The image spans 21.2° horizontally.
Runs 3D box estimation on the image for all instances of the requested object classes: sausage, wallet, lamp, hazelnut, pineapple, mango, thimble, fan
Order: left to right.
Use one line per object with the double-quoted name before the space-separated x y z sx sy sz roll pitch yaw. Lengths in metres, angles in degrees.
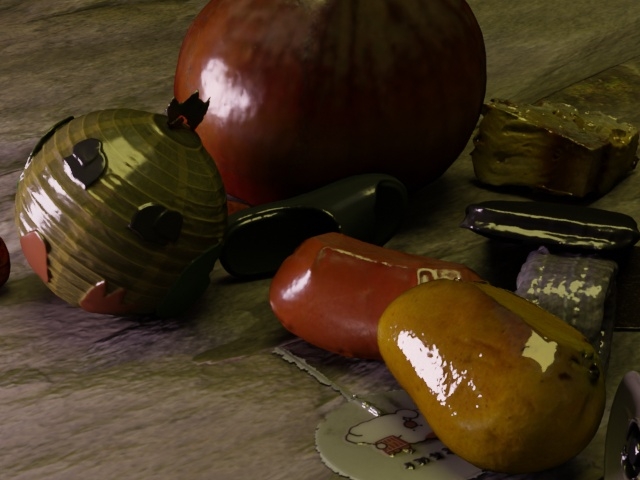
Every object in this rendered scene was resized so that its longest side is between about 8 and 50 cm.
"lamp" -0.208 -0.049 1.939 0.250 0.284 0.250 33 16 -11
"hazelnut" 0.020 -0.201 2.179 0.410 0.359 0.359 -15 28 -16
"fan" 0.047 0.172 1.774 0.191 0.009 0.329 -17 30 -30
"sausage" 0.067 0.068 1.857 0.258 0.133 0.133 11 28 20
"mango" 0.162 0.126 1.683 0.262 0.167 0.130 40 6 40
"wallet" 0.267 -0.017 1.963 0.197 0.051 0.377 6 2 9
"pineapple" 0.321 -0.121 2.276 0.237 0.114 0.186 1 25 -5
"thimble" 0.256 0.085 1.797 0.098 0.150 0.150 7 26 17

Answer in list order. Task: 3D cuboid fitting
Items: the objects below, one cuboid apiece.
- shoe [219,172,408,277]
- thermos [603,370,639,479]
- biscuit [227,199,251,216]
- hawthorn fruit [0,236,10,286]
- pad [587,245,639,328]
"shoe" 0.000 0.000 2.036 0.241 0.108 0.093 -14 33 -14
"thermos" 0.406 0.207 1.547 0.265 0.145 0.176 7 12 -3
"biscuit" -0.188 -0.026 2.157 0.280 0.043 0.183 4 22 10
"hawthorn fruit" -0.411 0.024 2.013 0.093 0.093 0.093 0 25 0
"pad" 0.489 0.055 2.019 0.330 0.004 0.220 1 25 2
